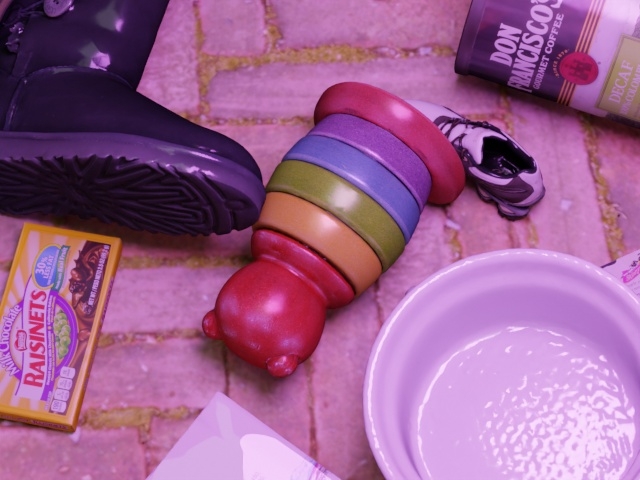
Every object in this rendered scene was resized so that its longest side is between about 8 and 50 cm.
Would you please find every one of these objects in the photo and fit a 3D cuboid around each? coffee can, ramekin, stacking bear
[{"bbox_3d":[0.301,-0.230,1.663,0.275,0.201,0.201,18,67,6],"label":"coffee can"},{"bbox_3d":[0.185,0.158,1.450,0.277,0.135,0.277,-5,66,10],"label":"ramekin"},{"bbox_3d":[0.000,0.000,1.583,0.175,0.164,0.289,30,73,11],"label":"stacking bear"}]

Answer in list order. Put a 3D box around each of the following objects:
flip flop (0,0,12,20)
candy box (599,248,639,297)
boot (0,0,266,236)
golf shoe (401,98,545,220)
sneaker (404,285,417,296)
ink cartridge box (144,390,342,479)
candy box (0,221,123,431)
[{"bbox_3d":[-0.346,-0.290,1.630,0.080,0.112,0.277,30,94,-31],"label":"flip flop"},{"bbox_3d":[0.340,0.103,1.536,0.070,0.165,0.196,17,59,-38],"label":"candy box"},{"bbox_3d":[-0.175,-0.238,1.651,0.367,0.146,0.445,8,63,20],"label":"boot"},{"bbox_3d":[0.150,-0.105,1.663,0.198,0.094,0.077,29,69,12],"label":"golf shoe"},{"bbox_3d":[0.079,0.115,1.584,0.061,0.053,0.152,6,67,4],"label":"sneaker"},{"bbox_3d":[-0.044,0.310,1.415,0.270,0.198,0.197,35,70,12],"label":"ink cartridge box"},{"bbox_3d":[-0.273,0.085,1.600,0.105,0.027,0.205,9,66,5],"label":"candy box"}]
